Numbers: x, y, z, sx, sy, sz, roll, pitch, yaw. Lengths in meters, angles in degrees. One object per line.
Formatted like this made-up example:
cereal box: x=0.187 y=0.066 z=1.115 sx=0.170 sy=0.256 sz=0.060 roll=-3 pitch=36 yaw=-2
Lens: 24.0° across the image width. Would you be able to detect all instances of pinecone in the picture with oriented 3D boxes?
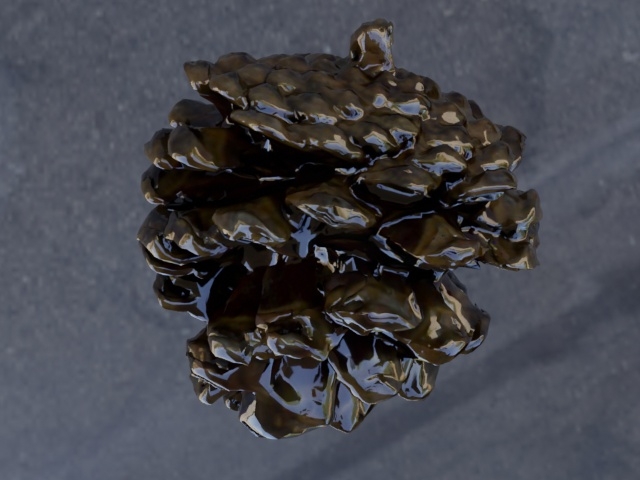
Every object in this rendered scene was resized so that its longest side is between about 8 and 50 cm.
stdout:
pinecone: x=0.011 y=-0.006 z=0.912 sx=0.243 sy=0.243 sz=0.257 roll=-5 pitch=135 yaw=-5
